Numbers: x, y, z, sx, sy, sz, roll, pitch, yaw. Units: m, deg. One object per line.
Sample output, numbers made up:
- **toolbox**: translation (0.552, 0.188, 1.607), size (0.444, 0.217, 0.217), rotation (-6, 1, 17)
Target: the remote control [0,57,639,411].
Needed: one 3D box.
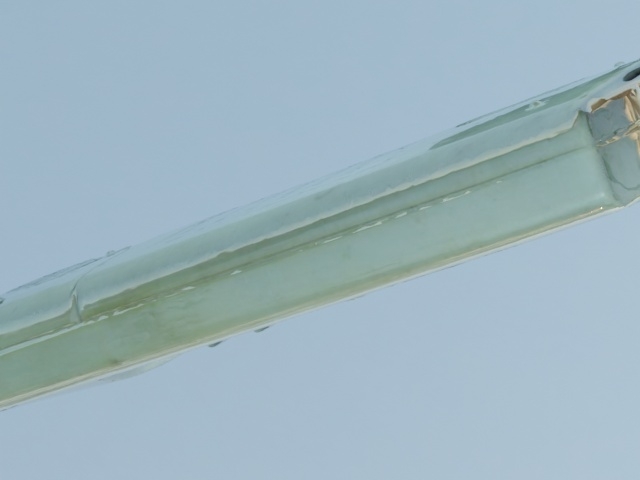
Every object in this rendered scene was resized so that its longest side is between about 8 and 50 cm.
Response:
- **remote control**: translation (0.000, 0.000, 0.550), size (0.098, 0.233, 0.038), rotation (-27, -84, -57)
